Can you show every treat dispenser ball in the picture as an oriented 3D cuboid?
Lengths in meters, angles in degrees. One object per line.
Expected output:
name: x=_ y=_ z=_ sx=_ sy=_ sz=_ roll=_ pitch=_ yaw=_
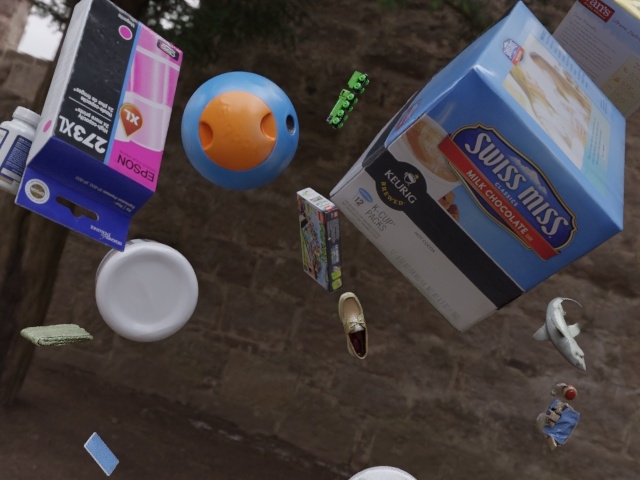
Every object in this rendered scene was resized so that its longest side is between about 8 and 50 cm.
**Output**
treat dispenser ball: x=-0.197 y=-0.268 z=1.722 sx=0.288 sy=0.288 sz=0.288 roll=17 pitch=-4 yaw=1

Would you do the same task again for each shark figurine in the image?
shark figurine: x=0.654 y=0.236 z=1.976 sx=0.166 sy=0.116 sz=0.278 roll=38 pitch=34 yaw=-17

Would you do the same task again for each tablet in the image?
tablet: x=-0.457 y=0.446 z=1.459 sx=0.083 sy=0.006 sz=0.054 roll=55 pitch=15 yaw=-10

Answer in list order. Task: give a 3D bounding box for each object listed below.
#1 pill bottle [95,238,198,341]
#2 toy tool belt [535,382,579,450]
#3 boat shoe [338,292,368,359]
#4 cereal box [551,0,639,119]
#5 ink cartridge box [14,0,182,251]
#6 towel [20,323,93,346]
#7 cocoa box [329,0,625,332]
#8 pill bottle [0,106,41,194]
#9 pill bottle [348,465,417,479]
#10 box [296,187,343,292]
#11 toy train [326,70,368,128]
pill bottle: x=-0.406 y=0.102 z=1.599 sx=0.210 sy=0.210 sz=0.363 roll=19 pitch=-4 yaw=-17
toy tool belt: x=0.329 y=0.241 z=0.949 sx=0.052 sy=0.083 sz=0.051 roll=24 pitch=11 yaw=1
boat shoe: x=0.070 y=0.169 z=1.369 sx=0.050 sy=0.136 sz=0.045 roll=-17 pitch=13 yaw=-12
cereal box: x=0.426 y=-0.268 z=1.063 sx=0.173 sy=0.047 sz=0.240 roll=41 pitch=-25 yaw=7
ink cartridge box: x=-0.319 y=-0.184 z=1.049 sx=0.069 sy=0.371 sz=0.175 roll=-19 pitch=-36 yaw=38
towel: x=-0.651 y=0.232 z=1.728 sx=0.110 sy=0.027 sz=0.148 roll=13 pitch=9 yaw=43
cocoa box: x=0.212 y=-0.108 z=0.863 sx=0.231 sy=0.228 sz=0.347 roll=46 pitch=36 yaw=-6
pill bottle: x=-0.454 y=-0.134 z=1.037 sx=0.067 sy=0.120 sz=0.067 roll=23 pitch=-10 yaw=4
pill bottle: x=0.148 y=0.637 z=1.510 sx=0.204 sy=0.204 sz=0.361 roll=16 pitch=-29 yaw=20
box: x=0.000 y=0.000 z=1.520 sx=0.036 sy=0.207 sz=0.114 roll=-23 pitch=37 yaw=-26
toy train: x=0.035 y=-0.185 z=0.919 sx=0.023 sy=0.083 sz=0.017 roll=30 pitch=-3 yaw=32
